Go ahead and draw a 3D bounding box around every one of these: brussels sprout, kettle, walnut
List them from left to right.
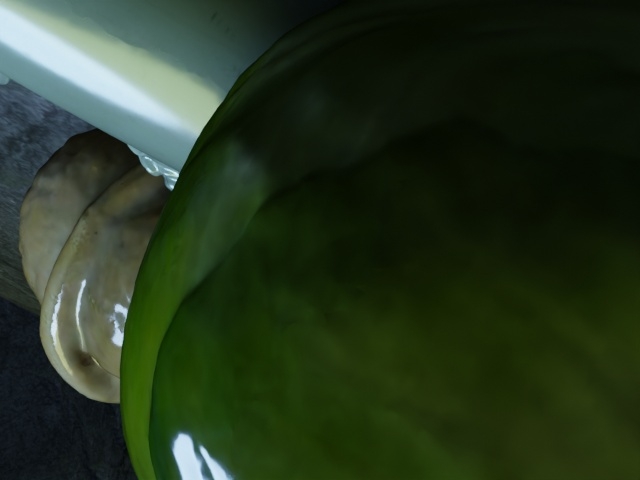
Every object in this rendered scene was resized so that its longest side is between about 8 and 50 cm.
[{"bbox_3d":[-0.121,-0.156,0.616,0.255,0.165,0.240,26,-167,-10],"label":"kettle"},{"bbox_3d":[-0.134,0.022,1.032,0.296,0.285,0.285,38,176,32],"label":"walnut"},{"bbox_3d":[0.084,0.044,0.442,0.355,0.281,0.289,-5,132,31],"label":"brussels sprout"}]

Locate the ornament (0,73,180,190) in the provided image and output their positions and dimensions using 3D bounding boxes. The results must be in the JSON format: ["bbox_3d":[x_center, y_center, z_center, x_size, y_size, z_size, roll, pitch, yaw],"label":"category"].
[{"bbox_3d":[-0.159,-0.144,0.768,0.285,0.130,0.120,34,156,-16],"label":"ornament"}]
